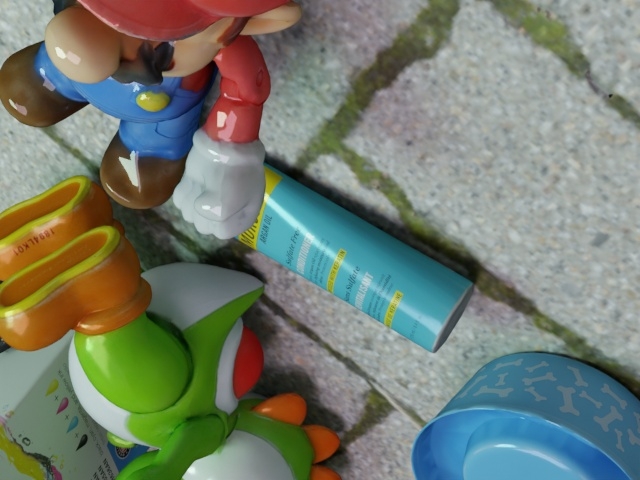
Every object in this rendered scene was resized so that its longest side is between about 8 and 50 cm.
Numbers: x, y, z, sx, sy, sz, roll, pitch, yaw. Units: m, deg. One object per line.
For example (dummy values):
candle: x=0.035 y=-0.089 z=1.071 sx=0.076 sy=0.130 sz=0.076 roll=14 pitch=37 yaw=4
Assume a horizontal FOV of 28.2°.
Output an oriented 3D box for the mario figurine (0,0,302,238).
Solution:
mario figurine: x=-0.115 y=-0.101 z=0.675 sx=0.198 sy=0.170 sz=0.320 roll=5 pitch=163 yaw=-16

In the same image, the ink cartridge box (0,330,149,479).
ink cartridge box: x=-0.288 y=0.185 z=1.060 sx=0.168 sy=0.232 sz=0.171 roll=8 pitch=133 yaw=28

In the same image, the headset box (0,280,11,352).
headset box: x=-0.250 y=0.049 z=1.018 sx=0.032 sy=0.083 sz=0.062 roll=47 pitch=165 yaw=57

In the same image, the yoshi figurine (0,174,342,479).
yoshi figurine: x=-0.135 y=0.143 z=0.953 sx=0.203 sy=0.203 sz=0.362 roll=-3 pitch=132 yaw=38

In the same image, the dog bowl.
dog bowl: x=0.194 y=0.193 z=0.874 sx=0.297 sy=0.074 sz=0.166 roll=47 pitch=138 yaw=-16

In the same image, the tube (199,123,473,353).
tube: x=0.000 y=0.000 z=0.839 sx=0.207 sy=0.052 sz=0.080 roll=30 pitch=130 yaw=15
